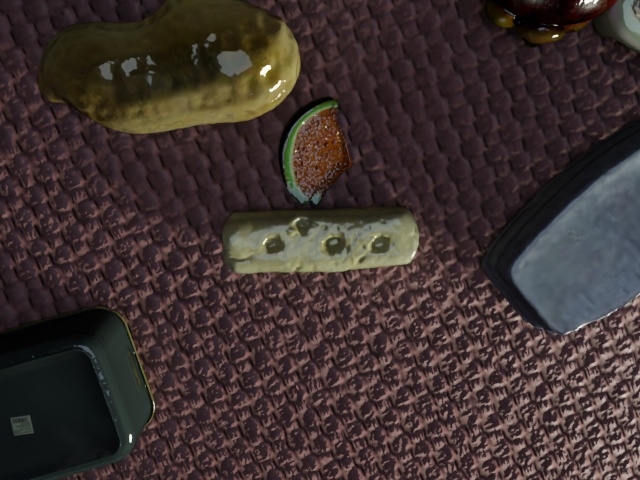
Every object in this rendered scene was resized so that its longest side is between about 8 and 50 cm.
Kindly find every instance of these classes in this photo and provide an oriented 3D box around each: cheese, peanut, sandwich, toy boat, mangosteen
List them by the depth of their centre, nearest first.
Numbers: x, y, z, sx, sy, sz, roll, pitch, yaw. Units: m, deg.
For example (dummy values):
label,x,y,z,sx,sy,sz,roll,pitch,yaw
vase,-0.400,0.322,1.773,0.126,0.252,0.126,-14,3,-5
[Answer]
label,x,y,z,sx,sy,sz,roll,pitch,yaw
mangosteen,0.203,-0.233,0.680,0.140,0.140,0.140,0,102,-2
peanut,-0.136,-0.158,0.686,0.237,0.110,0.120,-2,124,5
toy boat,0.292,-0.029,0.742,0.283,0.078,0.127,-41,97,8
sandwich,-0.007,-0.083,0.746,0.069,0.026,0.101,-16,105,-3
cheese,0.000,0.000,0.756,0.194,0.043,0.064,-4,107,-3

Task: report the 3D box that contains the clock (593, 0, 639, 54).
label,x,y,z,sx,sy,sz,roll,pitch,yaw
clock,0.366,-0.215,0.712,0.191,0.062,0.151,33,98,-9

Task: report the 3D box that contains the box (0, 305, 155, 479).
label,x,y,z,sx,sy,sz,roll,pitch,yaw
box,-0.280,0.160,0.755,0.201,0.090,0.144,-15,102,2
